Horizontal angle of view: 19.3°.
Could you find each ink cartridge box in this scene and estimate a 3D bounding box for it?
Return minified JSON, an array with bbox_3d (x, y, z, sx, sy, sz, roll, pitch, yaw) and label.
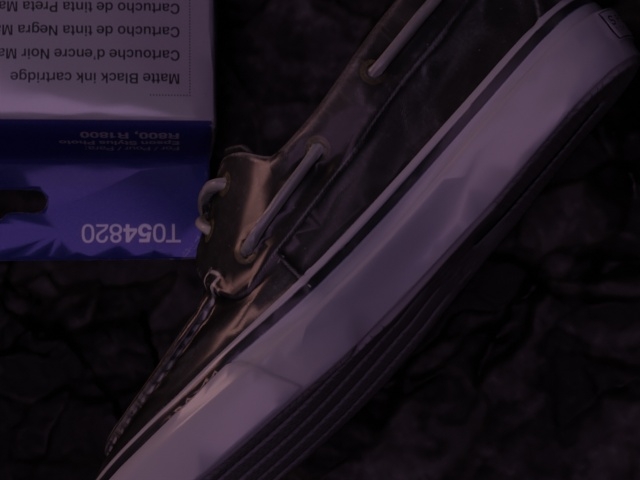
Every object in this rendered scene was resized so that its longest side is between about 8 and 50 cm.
[{"bbox_3d":[-0.160,-0.102,0.890,0.223,0.045,0.224,-1,87,-4],"label":"ink cartridge box"}]

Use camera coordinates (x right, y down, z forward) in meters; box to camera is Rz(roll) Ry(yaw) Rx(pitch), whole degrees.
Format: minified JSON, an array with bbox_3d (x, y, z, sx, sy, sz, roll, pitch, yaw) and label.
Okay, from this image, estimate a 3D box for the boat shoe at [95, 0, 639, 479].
[{"bbox_3d":[0.000,0.000,0.878,0.119,0.121,0.335,43,91,16],"label":"boat shoe"}]
